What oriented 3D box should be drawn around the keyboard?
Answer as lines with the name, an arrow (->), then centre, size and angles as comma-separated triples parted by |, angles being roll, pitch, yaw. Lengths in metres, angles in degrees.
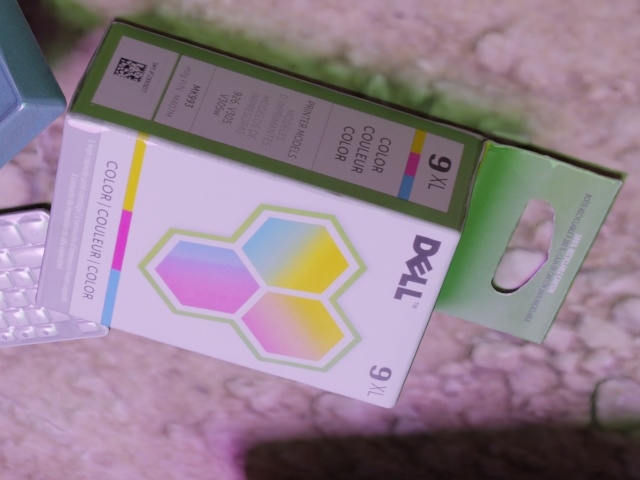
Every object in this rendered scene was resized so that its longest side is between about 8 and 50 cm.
keyboard -> -0.221, 0.028, 0.883 | 0.256, 0.014, 0.072 | -7, 132, 23

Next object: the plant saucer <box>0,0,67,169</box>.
plant saucer -> -0.173, -0.035, 0.776 | 0.192, 0.018, 0.067 | -36, 77, 41

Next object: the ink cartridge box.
ink cartridge box -> 0.000, 0.000, 0.752 | 0.209, 0.062, 0.109 | 17, 136, -1
